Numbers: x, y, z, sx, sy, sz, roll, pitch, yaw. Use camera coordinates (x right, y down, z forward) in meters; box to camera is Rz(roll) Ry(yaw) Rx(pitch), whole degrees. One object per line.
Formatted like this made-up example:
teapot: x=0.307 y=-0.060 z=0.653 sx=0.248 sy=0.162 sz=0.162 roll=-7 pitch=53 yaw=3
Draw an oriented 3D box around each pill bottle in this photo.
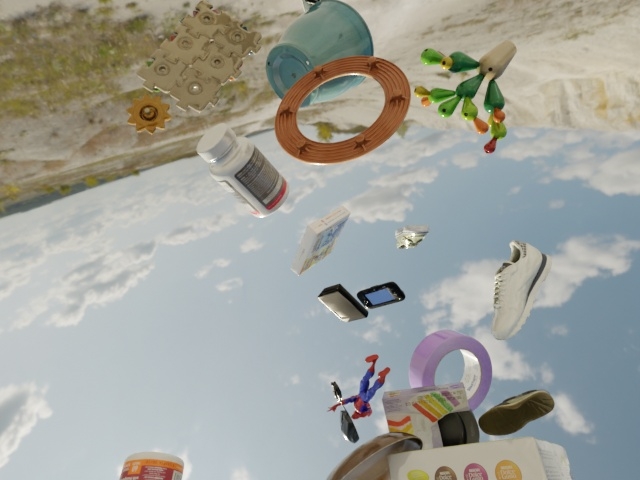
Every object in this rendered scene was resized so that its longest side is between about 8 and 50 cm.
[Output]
pill bottle: x=-0.262 y=-0.236 z=1.409 sx=0.176 sy=0.318 sz=0.176 roll=-22 pitch=-135 yaw=23
pill bottle: x=-0.342 y=0.538 z=0.792 sx=0.121 sy=0.121 sz=0.221 roll=-14 pitch=-134 yaw=14

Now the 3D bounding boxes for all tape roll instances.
tape roll: x=0.442 y=0.448 z=1.407 sx=0.274 sy=0.275 sz=0.090 roll=-23 pitch=-171 yaw=-15

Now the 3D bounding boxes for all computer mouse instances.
computer mouse: x=0.063 y=0.509 z=1.219 sx=0.041 sy=0.242 sz=0.071 roll=-23 pitch=-157 yaw=-10

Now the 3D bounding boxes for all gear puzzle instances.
gear puzzle: x=-0.271 y=-0.346 z=0.872 sx=0.339 sy=0.175 sz=0.044 roll=-59 pitch=178 yaw=-18

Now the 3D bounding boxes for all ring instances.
ring: x=0.042 y=-0.321 z=0.977 sx=0.336 sy=0.032 sz=0.337 roll=-9 pitch=-120 yaw=15

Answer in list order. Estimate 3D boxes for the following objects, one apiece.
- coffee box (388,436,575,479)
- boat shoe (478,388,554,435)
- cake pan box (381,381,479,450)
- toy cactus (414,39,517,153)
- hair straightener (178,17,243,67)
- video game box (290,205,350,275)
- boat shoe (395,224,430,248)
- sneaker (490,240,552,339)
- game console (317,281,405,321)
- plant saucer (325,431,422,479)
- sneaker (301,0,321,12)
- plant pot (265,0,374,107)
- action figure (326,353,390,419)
coffee box: x=0.395 y=0.645 z=0.930 sx=0.337 sy=0.338 sz=0.334 roll=-24 pitch=-127 yaw=29
boat shoe: x=0.573 y=0.502 z=1.215 sx=0.223 sy=0.080 sz=0.073 roll=-36 pitch=161 yaw=20
cake pan box: x=0.343 y=0.578 z=1.268 sx=0.266 sy=0.246 sz=0.070 roll=-12 pitch=177 yaw=14
toy cactus: x=0.285 y=-0.285 z=0.765 sx=0.180 sy=0.219 sz=0.112 roll=-46 pitch=177 yaw=-1
hair straightener: x=-0.310 y=-0.556 z=1.134 sx=0.047 sy=0.230 sz=0.089 roll=-46 pitch=164 yaw=-1
video game box: x=0.000 y=0.000 z=1.368 sx=0.048 sy=0.205 sz=0.187 roll=42 pitch=-135 yaw=19
boat shoe: x=0.409 y=-0.014 z=1.842 sx=0.109 sy=0.094 sz=0.302 roll=-1 pitch=175 yaw=-5
sneaker: x=0.442 y=0.117 z=0.969 sx=0.235 sy=0.094 sz=0.090 roll=-63 pitch=-173 yaw=-9
game console: x=0.178 y=0.243 z=1.750 sx=0.361 sy=0.213 sz=0.044 roll=-23 pitch=-146 yaw=36
plant saucer: x=0.119 y=0.578 z=1.033 sx=0.310 sy=0.311 sz=0.050 roll=-23 pitch=-135 yaw=-18
sneaker: x=-0.029 y=-0.877 z=1.449 sx=0.123 sy=0.296 sz=0.178 roll=8 pitch=-126 yaw=8
plant pot: x=-0.017 y=-0.530 z=1.232 sx=0.271 sy=0.272 sz=0.255 roll=-3 pitch=-143 yaw=42
action figure: x=0.113 y=0.485 z=1.280 sx=0.139 sy=0.280 sz=0.091 roll=-17 pitch=-135 yaw=-31
